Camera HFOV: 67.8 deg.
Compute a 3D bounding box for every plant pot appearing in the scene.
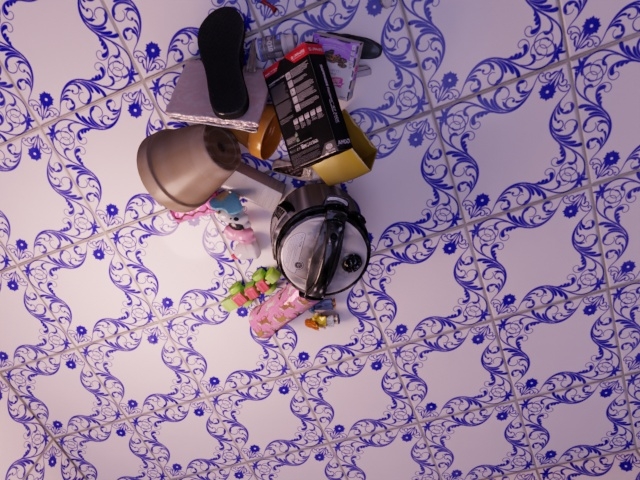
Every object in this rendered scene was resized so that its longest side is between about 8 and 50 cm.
[{"bbox_3d":[-0.256,-0.433,1.796,0.187,0.205,0.205,26,115,9],"label":"plant pot"},{"bbox_3d":[0.070,-0.333,1.811,0.187,0.212,0.212,-33,109,30],"label":"plant pot"},{"bbox_3d":[-0.458,-0.297,1.756,0.280,0.323,0.323,-20,113,33],"label":"plant pot"}]

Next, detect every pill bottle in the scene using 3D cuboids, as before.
[{"bbox_3d":[-0.160,-0.699,1.718,0.137,0.078,0.078,-8,114,8],"label":"pill bottle"}]

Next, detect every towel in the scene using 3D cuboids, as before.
[{"bbox_3d":[-0.350,-0.524,1.703,0.331,0.317,0.053,8,146,0],"label":"towel"}]

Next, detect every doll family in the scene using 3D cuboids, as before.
[{"bbox_3d":[-0.009,0.316,2.154,0.163,0.118,0.263,-6,114,8],"label":"doll family"}]

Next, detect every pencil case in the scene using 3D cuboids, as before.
[{"bbox_3d":[-0.522,-0.138,2.001,0.209,0.095,0.098,-15,78,13],"label":"pencil case"},{"bbox_3d":[-0.158,0.282,2.079,0.386,0.167,0.160,-41,77,33],"label":"pencil case"}]

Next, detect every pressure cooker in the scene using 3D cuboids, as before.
[{"bbox_3d":[0.006,0.000,1.823,0.375,0.420,0.370,-28,116,8],"label":"pressure cooker"}]

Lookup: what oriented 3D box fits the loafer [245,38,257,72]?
[{"bbox_3d":[-0.245,-0.671,1.740,0.039,0.045,0.125,12,82,-14],"label":"loafer"}]

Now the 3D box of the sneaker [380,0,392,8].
[{"bbox_3d":[0.224,-0.907,1.592,0.094,0.090,0.235,-12,115,0],"label":"sneaker"}]

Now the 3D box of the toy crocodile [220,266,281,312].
[{"bbox_3d":[-0.311,0.225,2.143,0.340,0.105,0.115,-31,109,17],"label":"toy crocodile"}]

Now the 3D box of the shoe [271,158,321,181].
[{"bbox_3d":[-0.091,-0.276,1.919,0.218,0.058,0.077,10,115,0],"label":"shoe"}]

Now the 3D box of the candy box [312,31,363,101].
[{"bbox_3d":[0.046,-0.606,1.665,0.164,0.070,0.197,17,122,10],"label":"candy box"}]

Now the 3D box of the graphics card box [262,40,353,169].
[{"bbox_3d":[-0.048,-0.455,1.648,0.232,0.094,0.371,-16,92,43],"label":"graphics card box"}]

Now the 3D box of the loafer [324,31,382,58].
[{"bbox_3d":[0.111,-0.692,1.699,0.223,0.078,0.076,12,116,-1],"label":"loafer"}]

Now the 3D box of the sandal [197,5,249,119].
[{"bbox_3d":[-0.335,-0.610,1.664,0.167,0.107,0.447,-6,74,1],"label":"sandal"}]

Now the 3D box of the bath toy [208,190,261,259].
[{"bbox_3d":[-0.348,-0.043,1.967,0.128,0.151,0.348,-24,138,-9],"label":"bath toy"}]

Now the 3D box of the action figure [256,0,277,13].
[{"bbox_3d":[-0.273,-0.882,1.615,0.280,0.139,0.092,27,113,-6],"label":"action figure"}]

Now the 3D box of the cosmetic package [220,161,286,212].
[{"bbox_3d":[-0.267,-0.221,1.922,0.237,0.127,0.107,24,115,-5],"label":"cosmetic package"}]

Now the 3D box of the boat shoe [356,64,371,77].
[{"bbox_3d":[0.071,-0.630,1.728,0.226,0.083,0.076,-1,116,6],"label":"boat shoe"}]
